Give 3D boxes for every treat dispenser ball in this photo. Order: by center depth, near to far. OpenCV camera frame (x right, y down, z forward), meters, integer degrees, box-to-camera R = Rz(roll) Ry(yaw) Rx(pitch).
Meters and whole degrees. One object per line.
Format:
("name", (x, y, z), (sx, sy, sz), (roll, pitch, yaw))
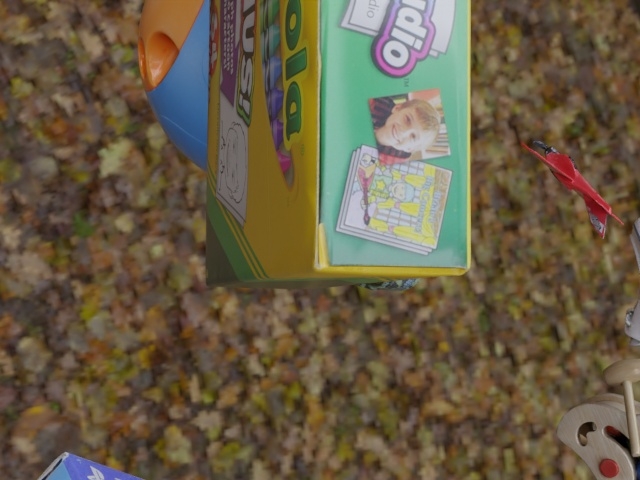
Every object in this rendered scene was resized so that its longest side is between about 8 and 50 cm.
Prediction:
("treat dispenser ball", (-0.034, -0.186, 1.246), (0.288, 0.288, 0.288), (17, 66, -45))

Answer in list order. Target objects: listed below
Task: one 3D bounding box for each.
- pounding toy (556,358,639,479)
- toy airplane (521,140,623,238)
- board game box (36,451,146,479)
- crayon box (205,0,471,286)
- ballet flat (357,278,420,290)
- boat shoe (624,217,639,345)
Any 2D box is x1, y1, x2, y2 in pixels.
("pounding toy", (0.423, 0.312, 1.867), (0.155, 0.154, 0.269), (-12, 91, -56))
("toy airplane", (0.275, -0.061, 1.374), (0.151, 0.028, 0.151), (43, 16, -15))
("board game box", (-0.041, 0.280, 0.633), (0.232, 0.141, 0.291), (32, 14, -46))
("crayon box", (-0.001, -0.152, 0.863), (0.106, 0.313, 0.363), (1, 86, -15))
("ballet flat", (0.000, 0.000, 1.116), (0.070, 0.188, 0.070), (-31, 127, -53))
("boat shoe", (0.390, 0.099, 1.459), (0.095, 0.084, 0.258), (18, 54, -63))
